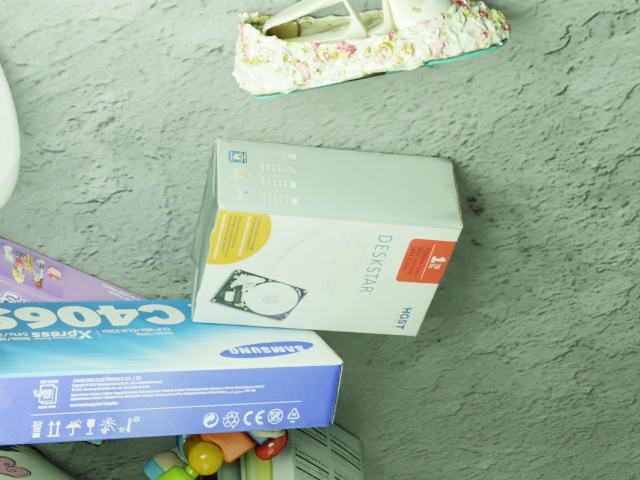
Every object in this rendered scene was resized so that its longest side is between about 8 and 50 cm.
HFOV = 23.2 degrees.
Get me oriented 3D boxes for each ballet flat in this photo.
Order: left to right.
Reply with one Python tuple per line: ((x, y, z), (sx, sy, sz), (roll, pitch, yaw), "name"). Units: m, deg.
((0.040, -0.177, 1.308), (0.241, 0.091, 0.077), (-12, 118, 2), "ballet flat")

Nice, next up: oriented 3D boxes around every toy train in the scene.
((-0.115, 0.222, 1.628), (0.105, 0.248, 0.143), (44, 84, -9), "toy train")

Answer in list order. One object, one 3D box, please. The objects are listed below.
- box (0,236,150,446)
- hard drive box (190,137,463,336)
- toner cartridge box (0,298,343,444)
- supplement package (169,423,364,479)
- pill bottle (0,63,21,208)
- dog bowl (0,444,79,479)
((-0.295, 0.107, 1.625), (0.293, 0.057, 0.201), (26, 131, -32), "box")
((0.000, 0.000, 1.507), (0.232, 0.089, 0.181), (3, 140, -11), "hard drive box")
((-0.170, 0.121, 1.503), (0.348, 0.165, 0.075), (0, 112, -26), "toner cartridge box")
((-0.062, 0.323, 1.799), (0.194, 0.203, 0.149), (-29, 135, 25), "supplement package")
((-0.450, -0.070, 1.276), (0.363, 0.210, 0.210), (-17, 139, 14), "pill bottle")
((-0.435, 0.379, 1.739), (0.408, 0.150, 0.408), (-33, 151, -22), "dog bowl")
